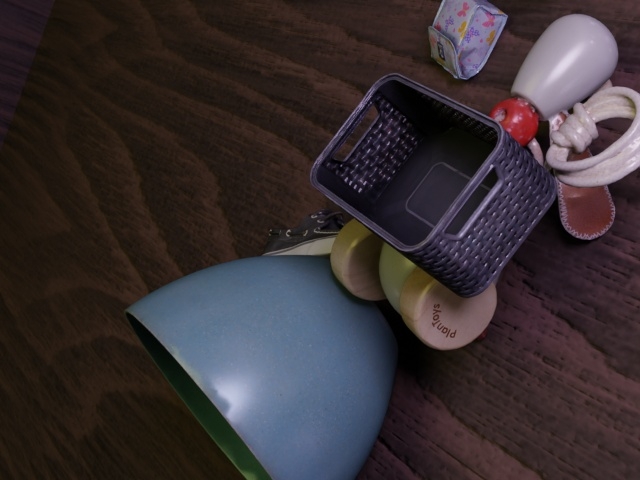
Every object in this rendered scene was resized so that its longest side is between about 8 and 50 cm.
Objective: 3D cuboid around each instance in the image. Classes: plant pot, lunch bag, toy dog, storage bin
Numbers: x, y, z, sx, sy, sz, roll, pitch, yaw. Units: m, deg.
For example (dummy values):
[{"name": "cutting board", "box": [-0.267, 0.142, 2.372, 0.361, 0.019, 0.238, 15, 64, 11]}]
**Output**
[{"name": "plant pot", "box": [-0.035, 0.127, 1.072, 0.195, 0.290, 0.290, -38, 30, -16]}, {"name": "lunch bag", "box": [0.153, -0.223, 1.126, 0.083, 0.053, 0.071, -67, 31, 24]}, {"name": "toy dog", "box": [0.173, -0.027, 0.954, 0.334, 0.161, 0.220, -39, 40, 18]}, {"name": "storage bin", "box": [0.089, -0.049, 0.857, 0.122, 0.084, 0.180, -53, 37, 2]}]

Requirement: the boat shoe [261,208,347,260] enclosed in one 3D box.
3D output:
[{"name": "boat shoe", "box": [0.000, 0.000, 1.225, 0.228, 0.080, 0.076, -17, 63, 60]}]
